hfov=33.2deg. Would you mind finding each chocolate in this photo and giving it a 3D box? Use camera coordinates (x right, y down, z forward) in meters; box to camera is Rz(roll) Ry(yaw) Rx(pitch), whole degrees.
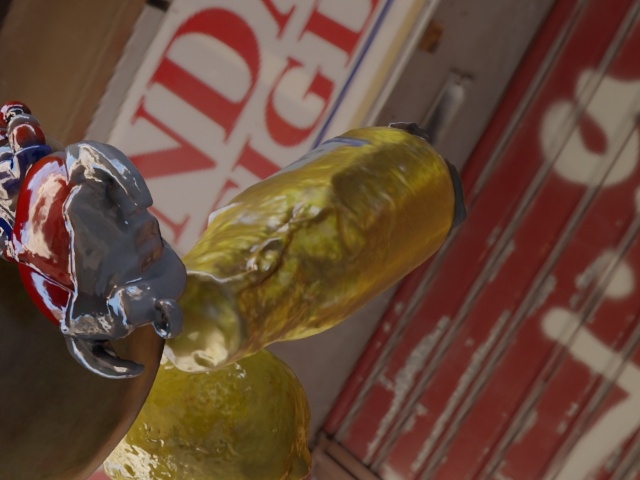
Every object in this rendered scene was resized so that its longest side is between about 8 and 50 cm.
[{"bbox_3d":[0.000,0.000,0.940,0.445,0.162,0.162,-32,-33,-65],"label":"chocolate"}]

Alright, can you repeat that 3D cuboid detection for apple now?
[{"bbox_3d":[-0.222,0.051,0.680,0.234,0.257,0.257,-39,-32,3],"label":"apple"}]

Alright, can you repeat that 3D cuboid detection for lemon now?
[{"bbox_3d":[-0.150,0.236,1.391,0.260,0.284,0.260,-32,-45,-40],"label":"lemon"}]

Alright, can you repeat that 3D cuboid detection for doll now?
[{"bbox_3d":[-0.119,-0.004,0.500,0.062,0.195,0.104,14,-75,-46],"label":"doll"}]
